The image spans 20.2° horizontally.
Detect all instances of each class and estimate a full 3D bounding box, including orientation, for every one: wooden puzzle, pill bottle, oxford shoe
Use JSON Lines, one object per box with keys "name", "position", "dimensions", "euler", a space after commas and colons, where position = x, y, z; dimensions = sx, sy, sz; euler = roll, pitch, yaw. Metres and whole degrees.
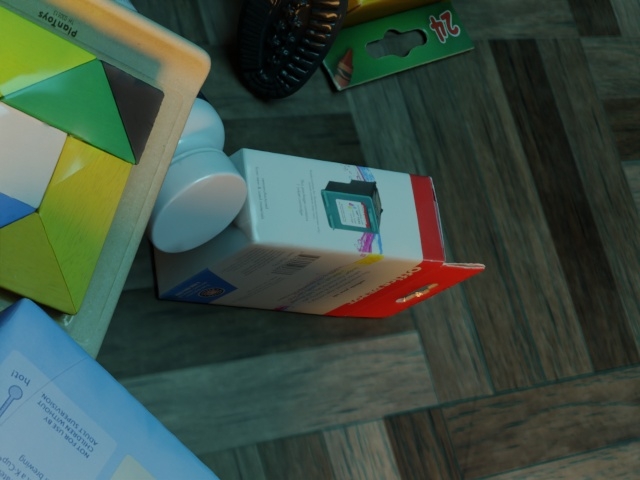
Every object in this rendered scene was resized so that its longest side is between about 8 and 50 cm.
{"name": "wooden puzzle", "position": [-0.191, -0.049, 1.105], "dimensions": [0.221, 0.044, 0.239], "euler": [26, 85, -35]}
{"name": "pill bottle", "position": [-0.137, -0.086, 1.300], "dimensions": [0.108, 0.108, 0.193], "euler": [-11, 52, -42]}
{"name": "oxford shoe", "position": [-0.006, -0.224, 1.472], "dimensions": [0.082, 0.227, 0.096], "euler": [22, 22, 2]}

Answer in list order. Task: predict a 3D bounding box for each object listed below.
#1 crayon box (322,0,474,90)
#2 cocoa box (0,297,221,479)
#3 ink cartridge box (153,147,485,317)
{"name": "crayon box", "position": [0.035, -0.308, 1.605], "dimensions": [0.202, 0.081, 0.319], "euler": [-23, 86, -43]}
{"name": "cocoa box", "position": [-0.166, 0.252, 1.087], "dimensions": [0.347, 0.228, 0.231], "euler": [45, 49, -14]}
{"name": "ink cartridge box", "position": [0.000, 0.000, 1.401], "dimensions": [0.231, 0.134, 0.078], "euler": [7, 66, -38]}
